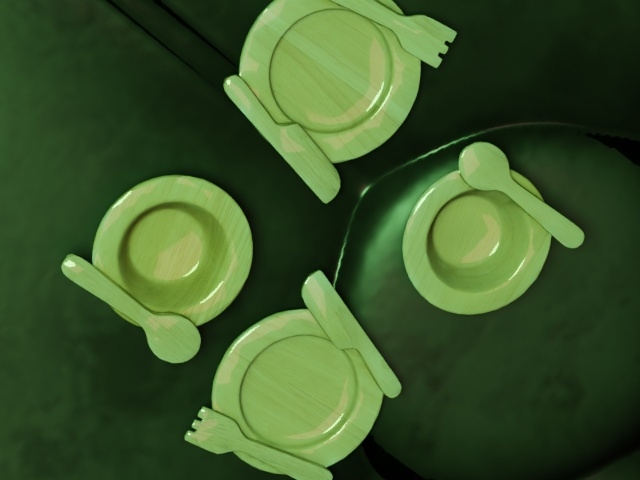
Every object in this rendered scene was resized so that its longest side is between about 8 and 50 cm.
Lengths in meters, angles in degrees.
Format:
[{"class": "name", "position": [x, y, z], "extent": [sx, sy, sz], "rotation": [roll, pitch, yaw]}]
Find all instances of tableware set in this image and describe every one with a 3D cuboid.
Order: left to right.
[{"class": "tableware set", "position": [0.000, 0.000, 0.686], "extent": [0.169, 0.020, 0.141], "rotation": [-47, 113, 2]}]
